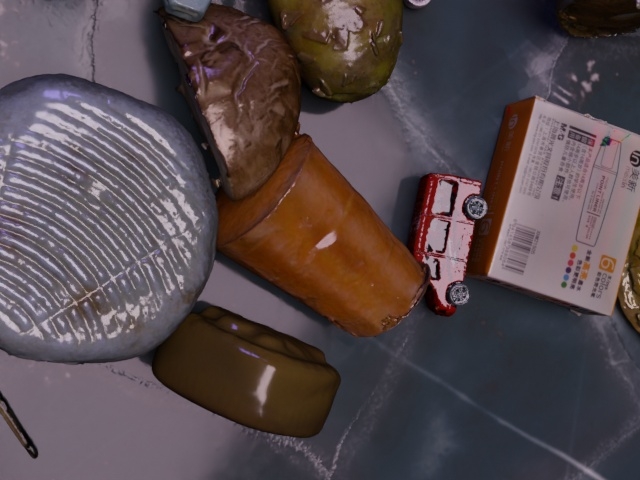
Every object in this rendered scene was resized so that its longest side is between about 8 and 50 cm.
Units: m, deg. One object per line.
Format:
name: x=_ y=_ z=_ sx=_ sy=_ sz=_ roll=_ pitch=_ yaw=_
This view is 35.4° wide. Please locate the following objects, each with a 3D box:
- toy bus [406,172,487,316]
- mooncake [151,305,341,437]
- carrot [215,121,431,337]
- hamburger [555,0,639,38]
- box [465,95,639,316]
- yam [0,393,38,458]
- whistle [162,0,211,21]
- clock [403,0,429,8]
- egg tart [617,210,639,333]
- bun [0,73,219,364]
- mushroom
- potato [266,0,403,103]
toy bus: x=0.170 y=0.006 z=1.403 sx=0.089 sy=0.081 sz=0.195 roll=12 pitch=87 yaw=-7
mooncake: x=-0.086 y=0.162 z=1.252 sx=0.235 sy=0.235 sz=0.117 roll=24 pitch=85 yaw=-15
carrot: x=0.000 y=0.000 z=1.319 sx=0.254 sy=0.196 sz=0.196 roll=41 pitch=79 yaw=-24
hamburger: x=0.463 y=-0.390 z=1.385 sx=0.318 sy=0.277 sz=0.195 roll=-8 pitch=97 yaw=-21
box: x=0.346 y=-0.047 z=1.447 sx=0.221 sy=0.091 sz=0.274 roll=19 pitch=85 yaw=-17
yam: x=-0.388 y=0.231 z=1.270 sx=0.014 sy=0.014 sz=0.107 roll=-32 pitch=99 yaw=-14
whistle: x=-0.156 y=-0.395 z=1.257 sx=0.186 sy=0.093 sz=0.274 roll=16 pitch=62 yaw=-27
clock: x=0.110 y=-0.383 z=1.399 sx=0.129 sy=0.041 sz=0.087 roll=40 pitch=83 yaw=-9
egg tart: x=0.590 y=0.035 z=1.507 sx=0.315 sy=0.120 sz=0.315 roll=0 pitch=91 yaw=-16
bun: x=-0.296 y=-0.016 z=1.202 sx=0.354 sy=0.194 sz=0.354 roll=1 pitch=86 yaw=-17
mushroom: x=-0.098 y=-0.194 z=1.257 sx=0.151 sy=0.156 sz=0.285 roll=-19 pitch=69 yaw=-9
potato: x=0.016 y=-0.328 z=1.320 sx=0.176 sy=0.141 sz=0.298 roll=-16 pitch=96 yaw=-20
